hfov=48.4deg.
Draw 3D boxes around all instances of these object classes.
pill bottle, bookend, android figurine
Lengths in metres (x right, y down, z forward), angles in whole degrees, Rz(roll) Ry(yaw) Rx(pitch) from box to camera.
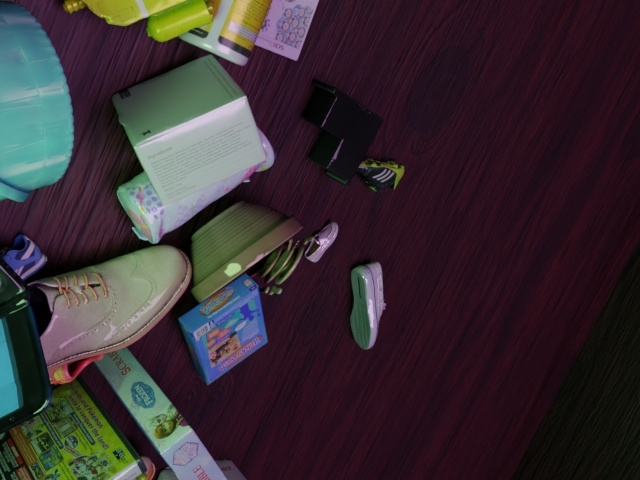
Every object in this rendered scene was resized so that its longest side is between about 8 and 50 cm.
[{"bbox_3d":[-0.134,-0.393,1.120,0.119,0.119,0.208,14,104,-46],"label":"pill bottle"},{"bbox_3d":[0.022,-0.209,1.403,0.156,0.072,0.157,21,100,-46],"label":"bookend"},{"bbox_3d":[-0.248,-0.407,1.002,0.273,0.056,0.248,-26,112,-6],"label":"android figurine"}]

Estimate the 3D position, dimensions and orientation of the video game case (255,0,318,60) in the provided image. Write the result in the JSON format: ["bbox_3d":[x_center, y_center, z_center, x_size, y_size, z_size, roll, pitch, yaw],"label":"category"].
[{"bbox_3d":[-0.069,-0.409,1.242,0.143,0.019,0.157,9,107,-45],"label":"video game case"}]

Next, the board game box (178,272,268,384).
[{"bbox_3d":[-0.188,0.180,1.423,0.160,0.047,0.210,-34,147,-23],"label":"board game box"}]

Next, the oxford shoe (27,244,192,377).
[{"bbox_3d":[-0.382,0.109,1.144,0.397,0.140,0.146,-33,158,-25],"label":"oxford shoe"}]

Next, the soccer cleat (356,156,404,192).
[{"bbox_3d":[0.116,-0.142,1.539,0.179,0.060,0.072,1,114,-46],"label":"soccer cleat"}]

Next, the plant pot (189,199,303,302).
[{"bbox_3d":[-0.156,0.002,1.301,0.237,0.237,0.109,-37,93,-21],"label":"plant pot"}]

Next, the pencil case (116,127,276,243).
[{"bbox_3d":[-0.211,-0.109,1.223,0.273,0.113,0.124,-36,167,-22],"label":"pencil case"}]

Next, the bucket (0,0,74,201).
[{"bbox_3d":[-0.445,-0.162,0.868,0.183,0.281,0.281,-21,127,-43],"label":"bucket"}]

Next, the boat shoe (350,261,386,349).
[{"bbox_3d":[0.124,0.156,1.700,0.076,0.083,0.226,-22,126,-31],"label":"boat shoe"}]

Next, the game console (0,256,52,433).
[{"bbox_3d":[-0.538,0.148,0.938,0.293,0.173,0.250,-28,124,5],"label":"game console"}]

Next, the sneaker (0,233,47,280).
[{"bbox_3d":[-0.484,0.047,1.086,0.144,0.053,0.059,-61,142,-49],"label":"sneaker"}]

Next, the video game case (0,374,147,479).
[{"bbox_3d":[-0.452,0.360,1.158,0.248,0.275,0.035,-32,129,-25],"label":"video game case"}]

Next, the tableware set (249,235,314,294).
[{"bbox_3d":[-0.085,0.042,1.393,0.039,0.194,0.128,35,77,-13],"label":"tableware set"}]

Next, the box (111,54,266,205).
[{"bbox_3d":[-0.206,-0.176,1.111,0.182,0.181,0.119,-26,132,-9],"label":"box"}]

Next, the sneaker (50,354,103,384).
[{"bbox_3d":[-0.459,0.211,1.198,0.208,0.094,0.081,-33,134,-22],"label":"sneaker"}]

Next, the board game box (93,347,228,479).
[{"bbox_3d":[-0.272,0.352,1.287,0.066,0.319,0.318,-37,133,-19],"label":"board game box"}]

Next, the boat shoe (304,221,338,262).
[{"bbox_3d":[0.000,0.000,1.535,0.100,0.035,0.035,-54,140,6],"label":"boat shoe"}]

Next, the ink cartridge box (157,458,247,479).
[{"bbox_3d":[-0.216,0.607,1.522,0.197,0.273,0.114,9,111,-44],"label":"ink cartridge box"}]

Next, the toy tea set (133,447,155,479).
[{"bbox_3d":[-0.451,0.558,1.385,0.200,0.124,0.336,31,91,-47],"label":"toy tea set"}]
